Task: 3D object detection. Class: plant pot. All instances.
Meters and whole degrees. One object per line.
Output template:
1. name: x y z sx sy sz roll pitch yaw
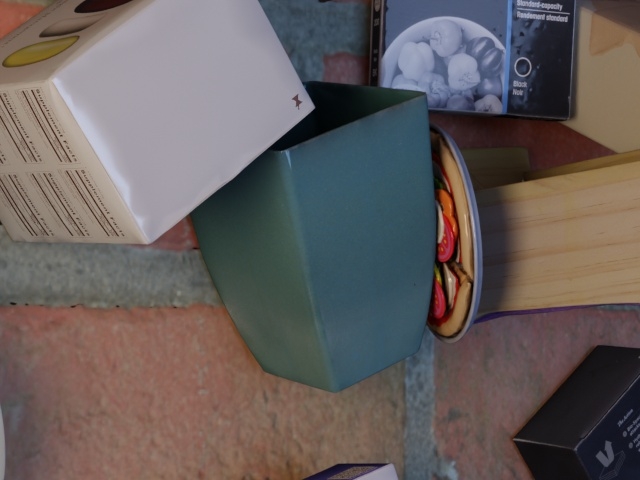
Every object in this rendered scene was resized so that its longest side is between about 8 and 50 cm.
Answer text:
1. plant pot: 0.000 0.000 1.580 0.165 0.166 0.234 -24 112 -35

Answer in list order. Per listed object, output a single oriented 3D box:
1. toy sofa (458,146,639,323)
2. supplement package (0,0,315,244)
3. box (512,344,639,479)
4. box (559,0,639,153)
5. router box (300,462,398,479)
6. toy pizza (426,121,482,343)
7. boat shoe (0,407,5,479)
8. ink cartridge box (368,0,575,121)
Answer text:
1. toy sofa: 0.253 -0.021 1.646 0.150 0.362 0.177 -6 87 -37
2. supplement package: -0.158 -0.110 1.426 0.194 0.203 0.149 -42 115 -30
3. box: 0.302 0.216 1.855 0.156 0.093 0.158 -43 116 -29
4. box: 0.357 -0.133 1.745 0.148 0.311 0.121 -4 116 -38
5. router box: -0.047 0.381 1.516 0.335 0.082 0.301 -19 96 -36
6. toy pizza: 0.097 -0.006 1.637 0.032 0.201 0.201 -7 95 -15
7. boat shoe: -0.322 0.074 1.372 0.114 0.091 0.302 -20 105 -16
8. ink cartridge box: 0.146 -0.222 1.731 0.206 0.045 0.208 2 89 -22
